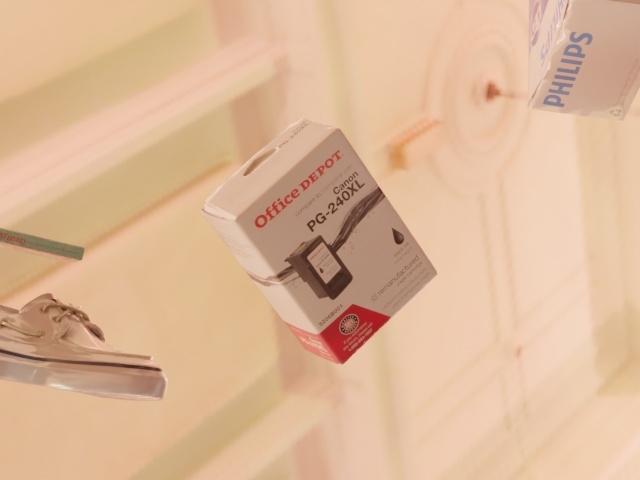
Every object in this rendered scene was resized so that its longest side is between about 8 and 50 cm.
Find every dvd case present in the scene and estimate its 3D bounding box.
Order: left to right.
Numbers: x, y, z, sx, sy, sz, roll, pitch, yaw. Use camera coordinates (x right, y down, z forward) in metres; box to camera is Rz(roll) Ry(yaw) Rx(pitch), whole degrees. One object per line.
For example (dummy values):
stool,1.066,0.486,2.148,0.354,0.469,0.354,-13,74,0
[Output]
dvd case,-0.242,0.003,1.272,0.087,0.119,0.013,14,-96,-12

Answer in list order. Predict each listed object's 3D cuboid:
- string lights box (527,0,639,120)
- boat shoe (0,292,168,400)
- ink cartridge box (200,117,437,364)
string lights box,0.199,-0.233,1.125,0.133,0.076,0.260,102,173,-60
boat shoe,-0.220,0.079,1.227,0.083,0.226,0.076,26,-108,-64
ink cartridge box,0.000,0.000,1.161,0.109,0.063,0.150,-43,-64,-14
